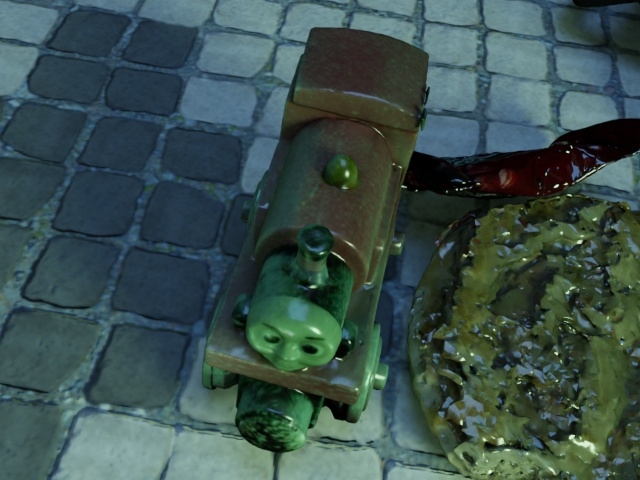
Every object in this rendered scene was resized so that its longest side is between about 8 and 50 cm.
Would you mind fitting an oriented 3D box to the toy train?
[{"bbox_3d":[0.000,0.000,0.622,0.150,0.221,0.304,13,52,1],"label":"toy train"}]

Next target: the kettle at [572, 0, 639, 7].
[{"bbox_3d":[0.485,-0.380,0.982,0.262,0.203,0.308,28,45,22],"label":"kettle"}]

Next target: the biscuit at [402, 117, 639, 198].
[{"bbox_3d":[0.188,-0.072,0.769,0.235,0.151,0.063,-8,93,-16],"label":"biscuit"}]

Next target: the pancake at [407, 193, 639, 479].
[{"bbox_3d":[0.251,0.105,0.667,0.382,0.071,0.382,4,51,-5],"label":"pancake"}]
